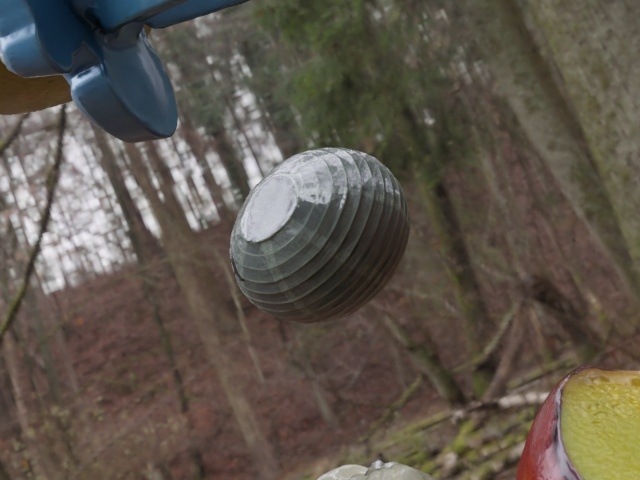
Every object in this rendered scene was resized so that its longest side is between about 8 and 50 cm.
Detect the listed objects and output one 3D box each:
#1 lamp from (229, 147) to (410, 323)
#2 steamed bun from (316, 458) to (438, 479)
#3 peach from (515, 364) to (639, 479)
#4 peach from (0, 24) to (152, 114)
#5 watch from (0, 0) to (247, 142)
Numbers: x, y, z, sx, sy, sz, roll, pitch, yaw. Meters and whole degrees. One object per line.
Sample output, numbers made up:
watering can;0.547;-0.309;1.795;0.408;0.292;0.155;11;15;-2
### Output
lamp;0.000;0.000;1.319;0.265;0.233;0.233;-50;-17;8
steamed bun;0.094;0.425;1.155;0.247;0.353;0.339;3;2;-3
peach;0.343;0.285;1.165;0.248;0.275;0.245;29;-48;-27
peach;-0.283;-0.258;0.823;0.281;0.316;0.314;-17;-28;-47
watch;-0.080;-0.174;0.561;0.193;0.211;0.211;-18;-11;12
